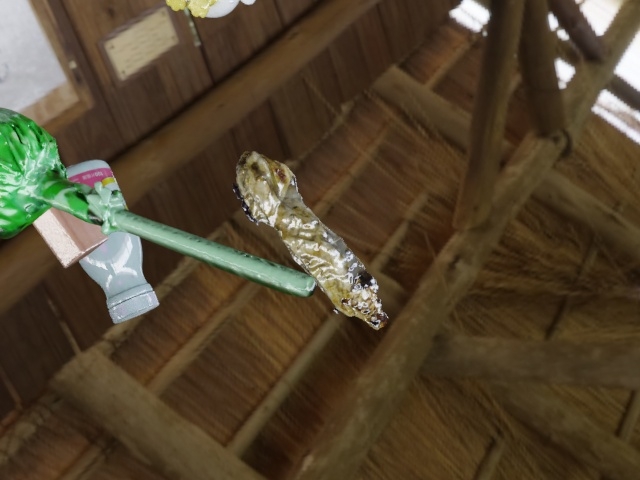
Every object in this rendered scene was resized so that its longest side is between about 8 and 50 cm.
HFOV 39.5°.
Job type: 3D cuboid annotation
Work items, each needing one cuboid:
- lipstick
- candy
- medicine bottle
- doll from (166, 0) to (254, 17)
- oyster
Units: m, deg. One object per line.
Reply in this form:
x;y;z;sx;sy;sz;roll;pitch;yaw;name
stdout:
-0.281;-0.046;0.912;0.045;0.145;0.045;-33;-177;33;lipstick
-0.141;-0.019;0.611;0.323;0.097;0.097;19;-138;24;candy
-0.294;0.003;1.225;0.090;0.217;0.090;-24;175;-2;medicine bottle
-0.149;-0.436;1.444;0.138;0.119;0.293;24;-137;7;doll
-0.001;0.001;1.321;0.078;0.345;0.129;-34;-164;24;oyster
